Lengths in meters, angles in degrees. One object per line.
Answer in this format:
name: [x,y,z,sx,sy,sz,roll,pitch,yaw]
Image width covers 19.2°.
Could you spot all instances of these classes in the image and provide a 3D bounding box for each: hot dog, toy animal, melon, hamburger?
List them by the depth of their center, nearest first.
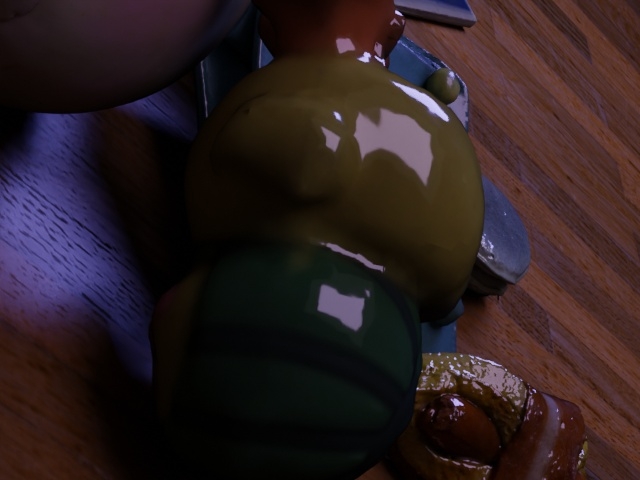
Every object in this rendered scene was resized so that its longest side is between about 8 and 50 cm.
toy animal: [0.002,0.002,1.182,0.216,0.191,0.338,100,2,-77]
melon: [-0.152,-0.196,1.209,0.223,0.223,0.317,57,25,-1]
hot dog: [0.148,0.170,1.456,0.093,0.123,0.261,20,-6,46]
hamburger: [0.135,-0.008,1.714,0.133,0.062,0.140,56,26,6]

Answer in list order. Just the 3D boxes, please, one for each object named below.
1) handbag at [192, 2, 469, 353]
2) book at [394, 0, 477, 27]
handbag: [0.021,-0.051,1.425,0.268,0.100,0.274,27,56,-50]
book: [0.046,-0.375,2.032,0.228,0.018,0.322,-1,62,-61]
